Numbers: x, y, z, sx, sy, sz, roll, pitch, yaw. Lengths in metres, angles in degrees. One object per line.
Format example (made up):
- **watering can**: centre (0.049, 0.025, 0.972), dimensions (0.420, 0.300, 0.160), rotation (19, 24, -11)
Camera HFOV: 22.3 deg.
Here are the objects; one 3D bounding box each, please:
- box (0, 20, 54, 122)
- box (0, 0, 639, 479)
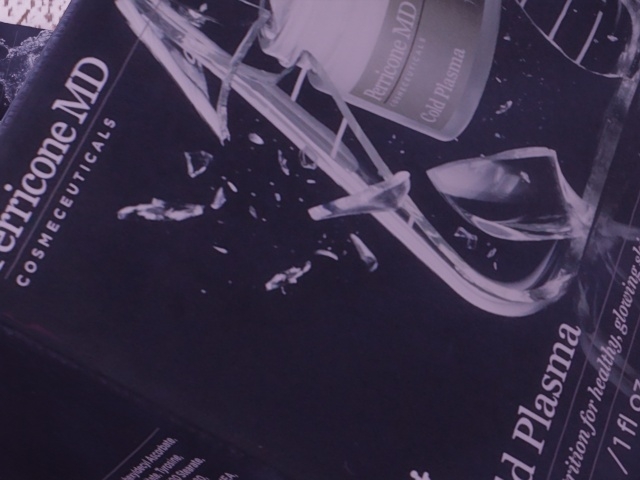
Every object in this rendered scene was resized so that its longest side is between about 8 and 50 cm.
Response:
- **box**: centre (-0.205, -0.084, 1.346), dimensions (0.158, 0.093, 0.156), rotation (9, 60, -4)
- **box**: centre (0.000, 0.000, 1.159), dimensions (0.471, 0.297, 0.480), rotation (29, 59, -10)
